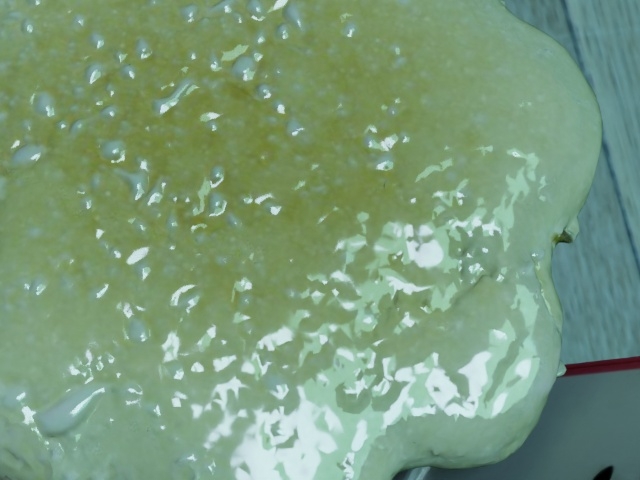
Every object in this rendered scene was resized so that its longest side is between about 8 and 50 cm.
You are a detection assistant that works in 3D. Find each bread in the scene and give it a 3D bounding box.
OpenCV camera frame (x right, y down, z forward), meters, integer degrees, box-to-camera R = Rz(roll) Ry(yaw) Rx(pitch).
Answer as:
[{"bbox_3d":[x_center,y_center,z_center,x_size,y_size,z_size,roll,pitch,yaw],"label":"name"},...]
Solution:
[{"bbox_3d":[-0.037,-0.035,0.504,0.316,0.054,0.316,2,72,-6],"label":"bread"}]

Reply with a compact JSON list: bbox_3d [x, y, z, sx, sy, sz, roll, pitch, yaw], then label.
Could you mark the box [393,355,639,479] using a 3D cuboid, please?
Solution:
[{"bbox_3d":[0.144,0.246,0.502,0.312,0.300,0.314,44,59,-21],"label":"box"}]
